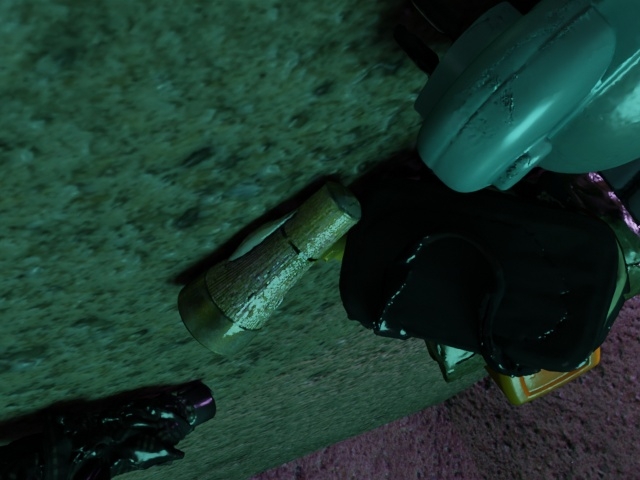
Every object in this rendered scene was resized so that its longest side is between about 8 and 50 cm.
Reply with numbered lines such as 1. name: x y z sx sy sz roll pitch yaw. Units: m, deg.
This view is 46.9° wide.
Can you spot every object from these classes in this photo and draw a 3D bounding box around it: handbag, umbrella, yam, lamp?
1. handbag: 0.156 0.021 0.695 0.254 0.181 0.181 13 -178 23
2. umbrella: -0.262 0.281 0.950 0.128 0.154 0.336 9 -175 38
3. handbag: 0.000 0.000 0.754 0.083 0.027 0.061 -7 152 -39
4. yam: 0.249 0.032 0.914 0.300 0.195 0.195 -26 160 -1
5. lamp: 0.183 -0.124 0.493 0.284 0.147 0.209 -18 161 -20

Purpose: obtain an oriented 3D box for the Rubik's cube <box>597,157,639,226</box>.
1. Rubik's cube: 0.516 -0.110 0.666 0.337 0.344 0.344 -20 157 -22

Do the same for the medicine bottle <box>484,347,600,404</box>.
1. medicine bottle: 0.278 0.109 1.064 0.149 0.222 0.112 -27 126 -3

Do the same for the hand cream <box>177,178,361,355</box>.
1. hand cream: -0.042 0.022 0.686 0.203 0.084 0.084 -41 157 22
